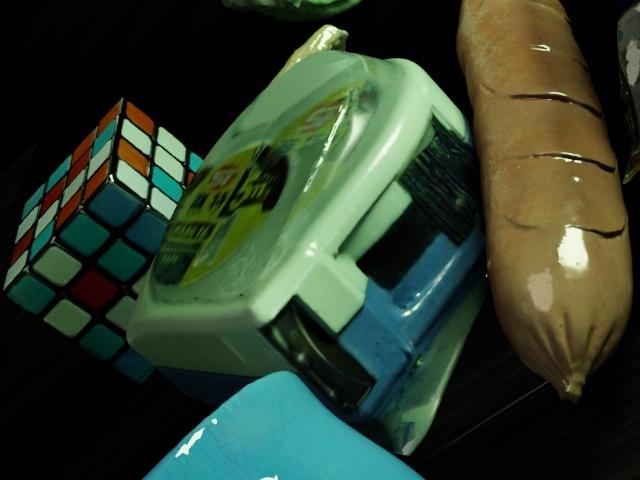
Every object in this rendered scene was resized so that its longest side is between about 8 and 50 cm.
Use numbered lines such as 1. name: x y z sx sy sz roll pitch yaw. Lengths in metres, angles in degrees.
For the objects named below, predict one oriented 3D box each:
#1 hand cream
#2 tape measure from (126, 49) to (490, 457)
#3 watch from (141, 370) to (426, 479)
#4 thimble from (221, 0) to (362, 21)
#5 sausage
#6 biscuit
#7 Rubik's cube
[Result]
1. hand cream: 0.200 -0.100 0.835 0.062 0.039 0.163 -34 34 34
2. tape measure: -0.002 0.001 0.935 0.259 0.138 0.262 -4 52 59
3. watch: -0.035 0.209 0.621 0.274 0.241 0.305 -55 -10 0
4. thimble: -0.024 -0.319 1.363 0.219 0.219 0.150 -55 23 -8
5. sausage: 0.131 -0.062 0.842 0.088 0.088 0.433 -41 26 26
6. biscuit: -0.048 -0.074 1.128 0.133 0.032 0.250 -46 -6 -24
7. Rubik's cube: -0.163 0.001 1.218 0.151 0.154 0.155 -44 23 20
